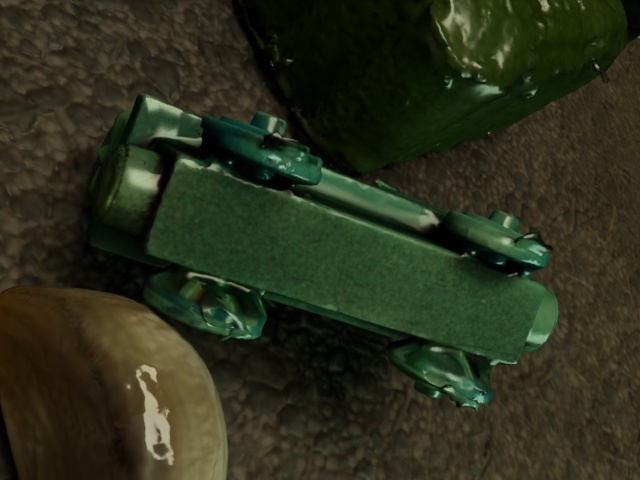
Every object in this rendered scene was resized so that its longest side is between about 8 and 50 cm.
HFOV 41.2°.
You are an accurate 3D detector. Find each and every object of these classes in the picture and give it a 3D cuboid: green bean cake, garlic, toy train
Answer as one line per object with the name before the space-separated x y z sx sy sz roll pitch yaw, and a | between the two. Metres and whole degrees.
green bean cake | 0.098 -0.242 0.726 0.319 0.218 0.335 -24 82 -47
garlic | -0.096 0.106 0.426 0.087 0.101 0.196 6 68 -72
toy train | 0.000 0.000 0.533 0.298 0.194 0.120 20 97 -26
